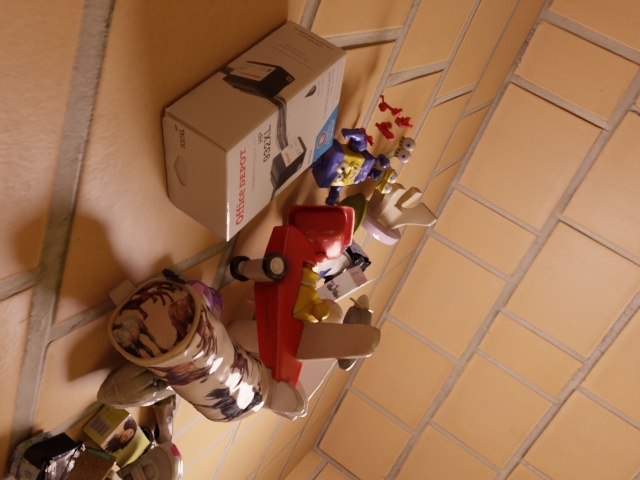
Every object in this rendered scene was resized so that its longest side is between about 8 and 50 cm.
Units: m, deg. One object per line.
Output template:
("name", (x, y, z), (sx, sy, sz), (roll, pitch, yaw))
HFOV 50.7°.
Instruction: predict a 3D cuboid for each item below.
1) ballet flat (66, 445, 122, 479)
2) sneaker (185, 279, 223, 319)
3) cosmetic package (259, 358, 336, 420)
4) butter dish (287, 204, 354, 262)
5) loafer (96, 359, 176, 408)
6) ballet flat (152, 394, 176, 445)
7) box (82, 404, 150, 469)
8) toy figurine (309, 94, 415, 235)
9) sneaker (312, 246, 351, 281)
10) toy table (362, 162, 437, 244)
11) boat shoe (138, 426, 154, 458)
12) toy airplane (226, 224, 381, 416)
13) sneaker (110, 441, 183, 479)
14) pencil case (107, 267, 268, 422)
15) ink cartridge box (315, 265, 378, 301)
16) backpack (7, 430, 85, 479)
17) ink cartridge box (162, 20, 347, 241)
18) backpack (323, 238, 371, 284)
("ballet flat", (-0.438, 0.570, 1.362), (0.116, 0.124, 0.343), (-80, 172, -74))
("sneaker", (-0.245, 0.132, 1.386), (0.105, 0.095, 0.236), (-56, 170, -29))
("cosmetic package", (-0.095, 0.357, 1.887), (0.230, 0.161, 0.453), (-53, 180, -16))
("butter dish", (0.000, 0.000, 1.605), (0.160, 0.159, 0.118), (93, -1, -53))
("loafer", (-0.341, 0.271, 1.366), (0.111, 0.112, 0.319), (-21, 171, 8))
("ballet flat", (-0.374, 0.413, 1.583), (0.058, 0.084, 0.250), (-3, 140, -19))
("box", (-0.427, 0.417, 1.431), (0.087, 0.058, 0.232), (-48, 162, -24))
("toy figurine", (0.039, -0.178, 1.622), (0.217, 0.191, 0.363), (-1, 136, -35))
("sneaker", (-0.025, 0.056, 1.842), (0.182, 0.127, 0.315), (-42, 168, -4))
("toy table", (0.212, -0.104, 2.033), (0.161, 0.252, 0.274), (-44, 176, 17))
("boat shoe", (-0.407, 0.524, 1.549), (0.065, 0.183, 0.083), (-5, 137, -12))
("toy airplane", (-0.050, 0.209, 1.535), (0.272, 0.386, 0.384), (-2, 131, -44))
("sneaker", (-0.397, 0.528, 1.446), (0.252, 0.103, 0.111), (-45, 156, 14))
("pencil case", (-0.227, 0.211, 1.246), (0.159, 0.183, 0.410), (-35, 148, -6))
("ink cartridge box", (0.069, 0.129, 1.955), (0.181, 0.062, 0.104), (-32, 174, 21))
("backpack", (-0.486, 0.397, 1.176), (0.114, 0.084, 0.105), (-66, 161, 14))
("ink cartridge box", (-0.103, -0.182, 1.121), (0.307, 0.129, 0.223), (-46, 161, -33))
("backpack", (0.076, 0.058, 2.089), (0.152, 0.115, 0.182), (-40, 158, 23))
